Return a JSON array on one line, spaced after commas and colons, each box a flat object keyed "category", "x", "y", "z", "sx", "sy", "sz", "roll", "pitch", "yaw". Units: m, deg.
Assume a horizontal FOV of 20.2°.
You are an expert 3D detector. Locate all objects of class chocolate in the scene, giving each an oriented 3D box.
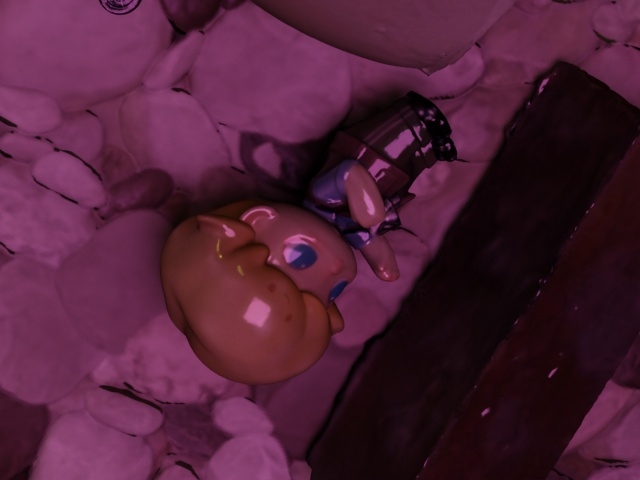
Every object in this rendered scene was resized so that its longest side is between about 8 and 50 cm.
[{"category": "chocolate", "x": 0.121, "y": 0.059, "z": 1.108, "sx": 0.112, "sy": 0.112, "sz": 0.321, "roll": 22, "pitch": 107, "yaw": -33}]

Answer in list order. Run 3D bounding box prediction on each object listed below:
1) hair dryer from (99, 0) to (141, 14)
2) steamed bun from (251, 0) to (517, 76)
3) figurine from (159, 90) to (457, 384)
[{"category": "hair dryer", "x": -0.129, "y": -0.157, "z": 0.971, "sx": 0.083, "sy": 0.047, "sz": 0.026, "roll": 42, "pitch": 99, "yaw": -13}, {"category": "steamed bun", "x": 0.056, "y": -0.241, "z": 0.824, "sx": 0.206, "sy": 0.324, "sz": 0.324, "roll": 38, "pitch": 101, "yaw": -7}, {"category": "figurine", "x": 0.000, "y": 0.000, "z": 1.047, "sx": 0.196, "sy": 0.114, "sz": 0.108, "roll": -38, "pitch": 74, "yaw": -5}]
